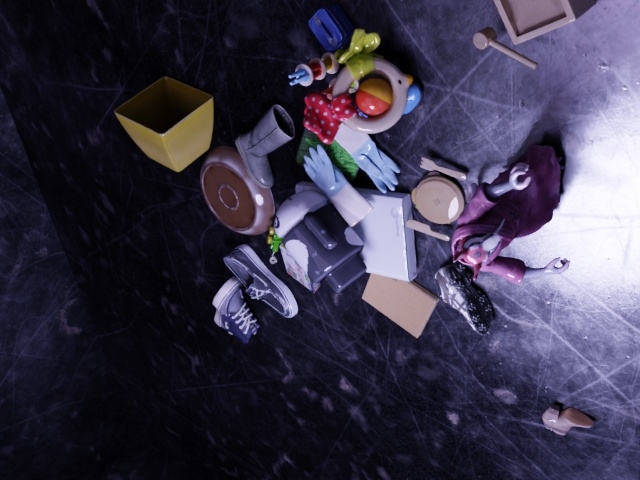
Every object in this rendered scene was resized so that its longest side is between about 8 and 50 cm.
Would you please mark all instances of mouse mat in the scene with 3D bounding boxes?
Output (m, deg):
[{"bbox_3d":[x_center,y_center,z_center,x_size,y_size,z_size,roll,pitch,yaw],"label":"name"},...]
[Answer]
[{"bbox_3d":[0.024,-0.230,1.614,0.190,0.007,0.152,31,120,22],"label":"mouse mat"}]

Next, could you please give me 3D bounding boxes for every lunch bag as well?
[{"bbox_3d":[0.025,-0.481,1.415,0.098,0.065,0.067,54,140,-1],"label":"lunch bag"}]

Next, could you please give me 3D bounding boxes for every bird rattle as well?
[{"bbox_3d":[0.084,-0.317,1.340,0.207,0.253,0.143,25,175,5],"label":"bird rattle"}]

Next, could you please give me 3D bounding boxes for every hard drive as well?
[{"bbox_3d":[0.091,-0.030,1.679,0.353,0.047,0.232,11,119,38],"label":"hard drive"}]

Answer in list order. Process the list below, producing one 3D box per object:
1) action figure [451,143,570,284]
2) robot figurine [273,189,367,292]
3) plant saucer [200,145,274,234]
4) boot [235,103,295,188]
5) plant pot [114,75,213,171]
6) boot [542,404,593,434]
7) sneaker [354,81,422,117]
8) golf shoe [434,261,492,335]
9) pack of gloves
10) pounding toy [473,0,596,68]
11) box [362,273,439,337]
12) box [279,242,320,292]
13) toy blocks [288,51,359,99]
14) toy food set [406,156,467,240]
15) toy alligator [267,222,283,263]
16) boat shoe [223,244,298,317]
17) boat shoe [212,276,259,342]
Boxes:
[{"bbox_3d":[0.332,-0.050,1.202,0.276,0.370,0.248,0,117,44],"label":"action figure"},{"bbox_3d":[-0.002,0.002,1.619,0.278,0.174,0.209,53,132,6],"label":"robot figurine"},{"bbox_3d":[-0.277,-0.145,1.956,0.311,0.050,0.310,25,134,29],"label":"plant saucer"},{"bbox_3d":[-0.137,-0.258,1.735,0.209,0.076,0.189,-22,104,42],"label":"boot"},{"bbox_3d":[-0.450,-0.337,1.871,0.212,0.212,0.187,28,146,26],"label":"plant pot"},{"bbox_3d":[0.620,0.461,1.563,0.118,0.042,0.087,21,137,33],"label":"boot"},{"bbox_3d":[0.138,-0.303,1.426,0.209,0.082,0.069,-12,108,45],"label":"sneaker"},{"bbox_3d":[0.359,0.148,1.561,0.198,0.077,0.094,62,150,-1],"label":"golf shoe"},{"bbox_3d":[0.081,-0.183,1.572,0.195,0.046,0.232,-41,85,23],"label":"pack of gloves"},{"bbox_3d":[0.378,-0.411,1.122,0.206,0.094,0.181,-7,118,56],"label":"pounding toy"},{"bbox_3d":[0.218,0.162,1.732,0.201,0.021,0.164,35,136,19],"label":"box"},{"bbox_3d":[-0.058,0.077,1.855,0.114,0.036,0.207,36,162,18],"label":"box"},{"bbox_3d":[0.005,-0.371,1.449,0.123,0.148,0.054,46,140,8],"label":"toy blocks"},{"bbox_3d":[0.281,-0.101,1.479,0.132,0.038,0.192,23,127,20],"label":"toy food set"},{"bbox_3d":[-0.138,-0.008,1.926,0.189,0.056,0.051,106,159,-45],"label":"toy alligator"},{"bbox_3d":[-0.202,0.150,2.054,0.301,0.102,0.108,50,140,3],"label":"boat shoe"},{"bbox_3d":[-0.281,0.251,2.173,0.158,0.127,0.340,37,156,9],"label":"boat shoe"}]
